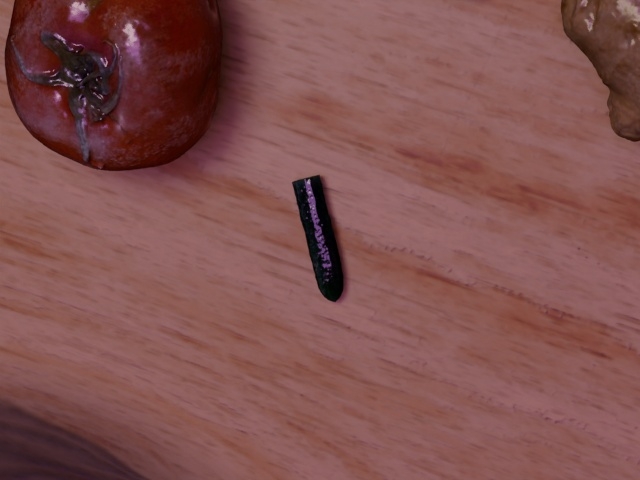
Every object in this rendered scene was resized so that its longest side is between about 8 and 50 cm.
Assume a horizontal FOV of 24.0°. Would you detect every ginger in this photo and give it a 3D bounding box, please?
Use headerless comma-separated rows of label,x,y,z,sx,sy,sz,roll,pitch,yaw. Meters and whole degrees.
ginger,0.384,-0.159,1.396,0.354,0.126,0.190,22,96,10

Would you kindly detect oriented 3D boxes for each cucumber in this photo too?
cucumber,0.000,0.000,1.547,0.032,0.032,0.133,-12,95,13

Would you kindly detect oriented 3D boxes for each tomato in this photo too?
tomato,-0.200,-0.183,1.485,0.232,0.188,0.232,8,110,22
